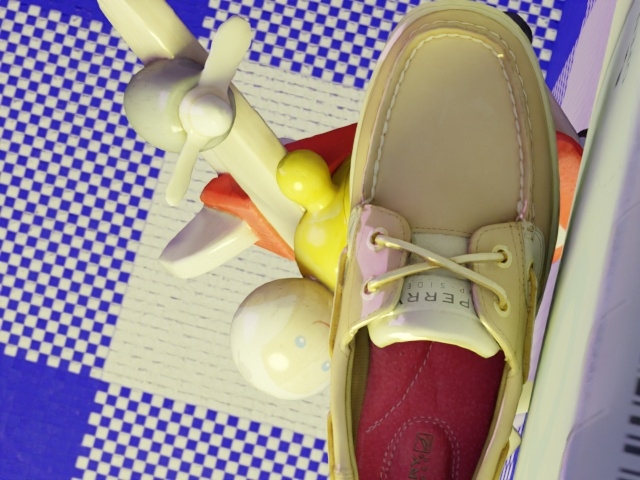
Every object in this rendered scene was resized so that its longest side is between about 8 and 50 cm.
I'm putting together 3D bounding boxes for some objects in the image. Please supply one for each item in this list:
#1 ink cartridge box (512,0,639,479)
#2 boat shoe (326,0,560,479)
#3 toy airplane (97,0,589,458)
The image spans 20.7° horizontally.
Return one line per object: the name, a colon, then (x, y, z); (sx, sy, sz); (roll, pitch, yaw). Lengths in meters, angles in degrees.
ink cartridge box: (0.106, 0.035, 0.587); (0.385, 0.091, 0.308); (102, -177, -61)
boat shoe: (0.034, 0.020, 0.485); (0.059, 0.063, 0.170); (-63, -24, -77)
toy airplane: (0.000, 0.000, 1.289); (0.272, 0.386, 0.384); (-59, -12, -32)
